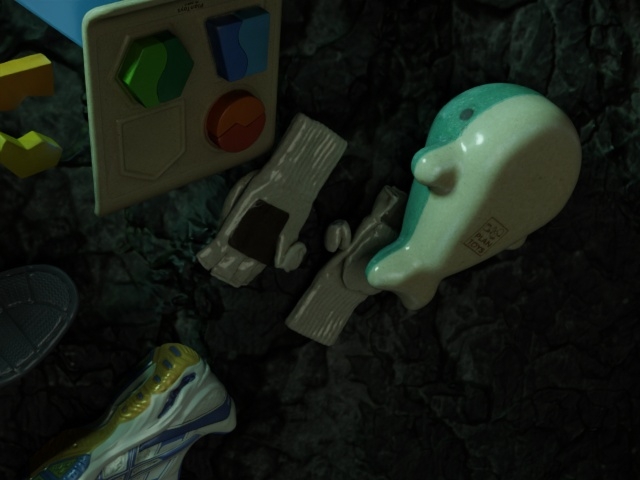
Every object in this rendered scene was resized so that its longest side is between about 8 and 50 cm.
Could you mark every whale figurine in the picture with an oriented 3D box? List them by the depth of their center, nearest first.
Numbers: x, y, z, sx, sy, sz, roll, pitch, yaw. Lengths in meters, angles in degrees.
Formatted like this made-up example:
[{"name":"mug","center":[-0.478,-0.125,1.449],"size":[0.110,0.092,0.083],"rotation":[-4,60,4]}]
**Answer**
[{"name":"whale figurine","center":[0.152,-0.053,1.065],"size":[0.272,0.141,0.216],"rotation":[-49,137,11]}]

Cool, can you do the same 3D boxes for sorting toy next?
[{"name":"sorting toy","center":[-0.155,-0.119,0.890],"size":[0.307,0.041,0.229],"rotation":[-25,141,-34]}]

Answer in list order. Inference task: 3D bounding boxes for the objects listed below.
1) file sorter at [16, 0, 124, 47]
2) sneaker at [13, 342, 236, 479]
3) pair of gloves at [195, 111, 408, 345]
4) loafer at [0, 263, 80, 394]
[{"name":"file sorter","center":[-0.214,-0.251,0.884],"size":[0.170,0.104,0.118],"rotation":[35,97,-26]},{"name":"sneaker","center":[-0.220,0.253,1.072],"size":[0.296,0.112,0.131],"rotation":[-40,117,0]},{"name":"pair of gloves","center":[0.000,0.000,1.071],"size":[0.204,0.042,0.240],"rotation":[-49,126,3]},{"name":"loafer","center":[-0.373,0.132,1.001],"size":[0.303,0.095,0.109],"rotation":[-39,87,-6]}]
